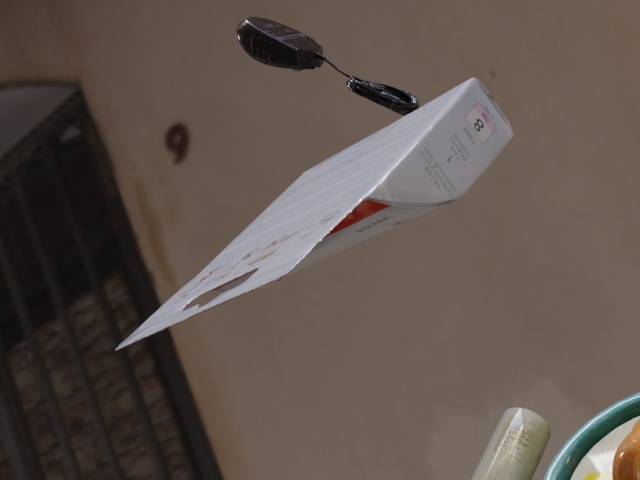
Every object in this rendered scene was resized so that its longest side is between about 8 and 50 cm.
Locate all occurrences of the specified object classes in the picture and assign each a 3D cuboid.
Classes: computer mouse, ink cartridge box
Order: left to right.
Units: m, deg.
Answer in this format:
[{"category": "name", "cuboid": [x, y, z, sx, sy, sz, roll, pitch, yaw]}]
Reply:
[{"category": "ink cartridge box", "cuboid": [0.000, 0.000, 0.770, 0.189, 0.066, 0.232, -25, 19, 46]}, {"category": "computer mouse", "cuboid": [0.004, -0.190, 1.349, 0.071, 0.242, 0.041, -21, -43, -56]}]

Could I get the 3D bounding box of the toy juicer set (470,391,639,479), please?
[{"category": "toy juicer set", "cuboid": [0.169, 0.095, 0.566, 0.329, 0.089, 0.209, -18, 30, 22]}]
